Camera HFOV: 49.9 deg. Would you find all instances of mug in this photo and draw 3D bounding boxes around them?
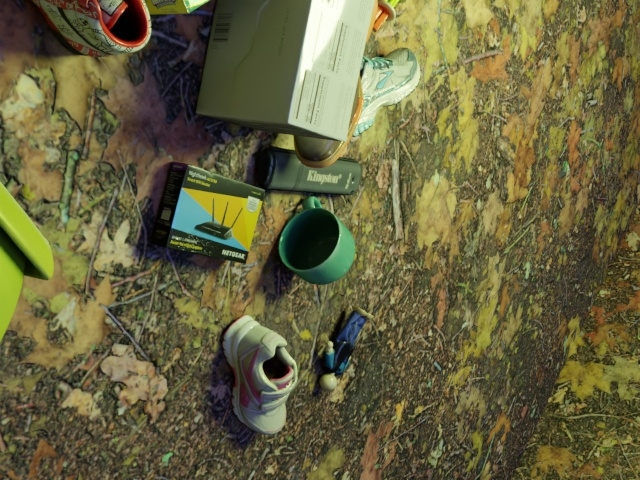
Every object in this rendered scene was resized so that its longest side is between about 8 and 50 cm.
[{"bbox_3d":[0.005,0.005,1.294,0.097,0.130,0.157,44,66,-51],"label":"mug"}]

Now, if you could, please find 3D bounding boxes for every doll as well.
[{"bbox_3d":[0.046,0.234,1.484,0.189,0.046,0.129,-63,150,-6],"label":"doll"}]

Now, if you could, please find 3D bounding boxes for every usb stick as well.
[{"bbox_3d":[-0.015,-0.127,1.295,0.278,0.045,0.077,0,101,-52],"label":"usb stick"}]

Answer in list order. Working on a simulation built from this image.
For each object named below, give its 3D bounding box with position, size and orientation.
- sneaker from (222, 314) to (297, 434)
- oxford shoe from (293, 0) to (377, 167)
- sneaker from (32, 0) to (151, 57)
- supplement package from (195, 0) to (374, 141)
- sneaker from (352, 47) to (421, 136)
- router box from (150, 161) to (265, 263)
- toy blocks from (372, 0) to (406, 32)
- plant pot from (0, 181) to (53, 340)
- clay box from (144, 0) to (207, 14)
[{"bbox_3d":[-0.099,0.262,1.258,0.103,0.111,0.252,-38,129,-39],"label":"sneaker"},{"bbox_3d":[0.007,-0.308,1.181,0.133,0.130,0.363,34,63,-70],"label":"oxford shoe"},{"bbox_3d":[-0.307,-0.320,0.787,0.090,0.145,0.270,-60,139,-19],"label":"sneaker"},{"bbox_3d":[-0.053,-0.301,1.063,0.145,0.204,0.261,8,95,-51],"label":"supplement package"},{"bbox_3d":[0.097,-0.312,1.329,0.283,0.110,0.122,-48,131,-31],"label":"sneaker"},{"bbox_3d":[-0.179,-0.041,1.116,0.179,0.046,0.133,15,89,-52],"label":"router box"},{"bbox_3d":[0.101,-0.458,1.330,0.148,0.054,0.123,-54,143,-16],"label":"toy blocks"},{"bbox_3d":[-0.426,0.010,0.688,0.207,0.227,0.228,-55,138,-33],"label":"plant pot"},{"bbox_3d":[-0.176,-0.368,0.951,0.222,0.127,0.053,-46,133,-32],"label":"clay box"}]
